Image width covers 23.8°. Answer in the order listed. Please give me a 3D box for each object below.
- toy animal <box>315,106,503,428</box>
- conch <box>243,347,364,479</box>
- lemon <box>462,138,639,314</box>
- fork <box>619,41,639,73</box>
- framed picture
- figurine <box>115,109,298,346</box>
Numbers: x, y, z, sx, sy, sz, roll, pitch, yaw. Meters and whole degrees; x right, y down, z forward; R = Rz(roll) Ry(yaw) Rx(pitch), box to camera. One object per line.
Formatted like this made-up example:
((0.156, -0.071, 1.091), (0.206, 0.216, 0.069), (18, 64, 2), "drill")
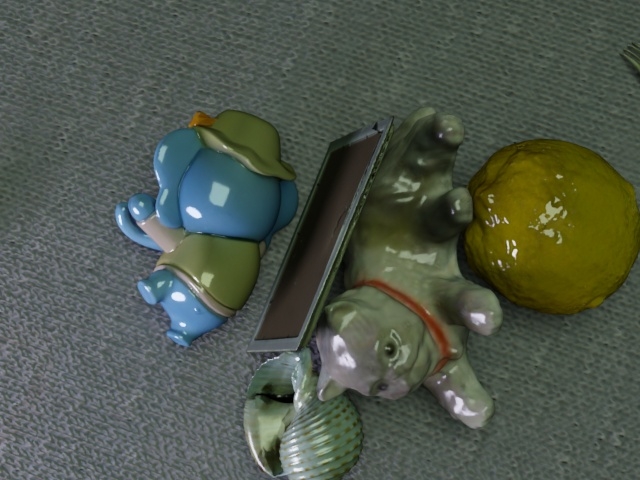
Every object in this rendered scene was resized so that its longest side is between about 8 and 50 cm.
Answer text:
((0.074, 0.021, 1.654), (0.188, 0.266, 0.307), (-6, 124, -14), "toy animal")
((-0.017, 0.207, 1.692), (0.135, 0.102, 0.153), (-17, 63, 25), "conch")
((0.257, -0.015, 1.693), (0.231, 0.192, 0.192), (25, 77, -31), "lemon")
((0.441, -0.154, 1.815), (0.034, 0.028, 0.219), (-40, 83, -12), "fork")
((0.000, 0.000, 1.679), (0.016, 0.216, 0.273), (25, 80, -14), "framed picture")
((-0.130, -0.025, 1.707), (0.180, 0.154, 0.262), (33, 76, -7), "figurine")
